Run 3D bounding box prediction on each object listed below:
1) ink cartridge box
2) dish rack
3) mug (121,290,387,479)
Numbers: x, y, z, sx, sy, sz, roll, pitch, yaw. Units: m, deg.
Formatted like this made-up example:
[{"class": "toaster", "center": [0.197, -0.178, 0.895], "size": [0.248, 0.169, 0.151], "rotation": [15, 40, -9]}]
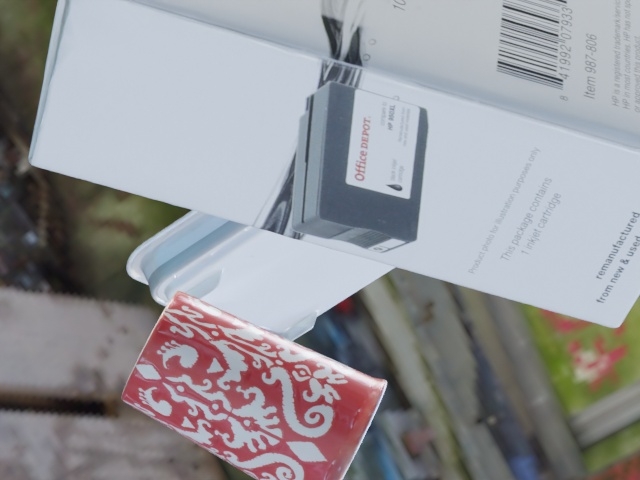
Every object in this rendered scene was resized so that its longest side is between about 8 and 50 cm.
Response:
[{"class": "ink cartridge box", "center": [0.039, -0.142, 1.217], "size": [0.395, 0.166, 0.285], "rotation": [16, 45, -7]}, {"class": "dish rack", "center": [0.000, 0.000, 1.916], "size": [0.285, 0.333, 0.072], "rotation": [26, 37, -58]}, {"class": "mug", "center": [-0.053, 0.118, 1.403], "size": [0.169, 0.113, 0.150], "rotation": [27, -9, 0]}]
